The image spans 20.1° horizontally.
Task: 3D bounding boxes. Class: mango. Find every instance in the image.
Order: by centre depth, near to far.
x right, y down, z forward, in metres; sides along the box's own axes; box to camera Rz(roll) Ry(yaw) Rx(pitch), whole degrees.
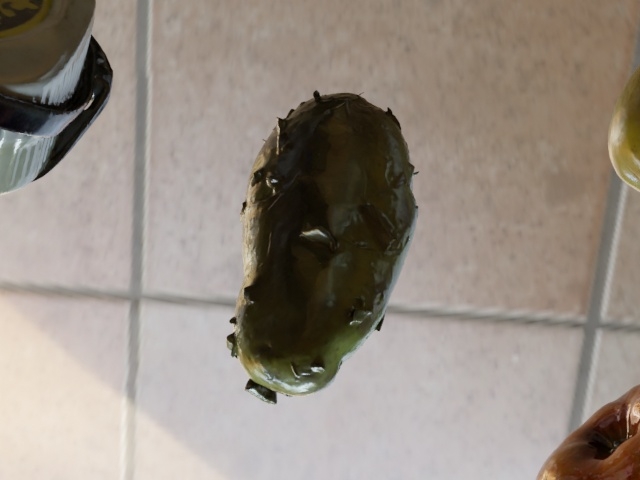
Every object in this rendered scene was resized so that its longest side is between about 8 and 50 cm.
[{"bbox_3d":[0.311,-0.110,1.488,0.130,0.194,0.092,46,146,-19],"label":"mango"}]

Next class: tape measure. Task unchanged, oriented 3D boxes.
[{"bbox_3d":[-0.260,-0.103,1.166,0.231,0.271,0.133,19,121,-3],"label":"tape measure"}]

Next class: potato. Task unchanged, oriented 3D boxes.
[{"bbox_3d":[0.000,0.000,1.152,0.117,0.225,0.090,-10,142,28],"label":"potato"}]

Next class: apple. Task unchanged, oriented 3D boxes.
[{"bbox_3d":[0.261,0.198,1.365,0.209,0.209,0.164,-31,100,16],"label":"apple"}]
